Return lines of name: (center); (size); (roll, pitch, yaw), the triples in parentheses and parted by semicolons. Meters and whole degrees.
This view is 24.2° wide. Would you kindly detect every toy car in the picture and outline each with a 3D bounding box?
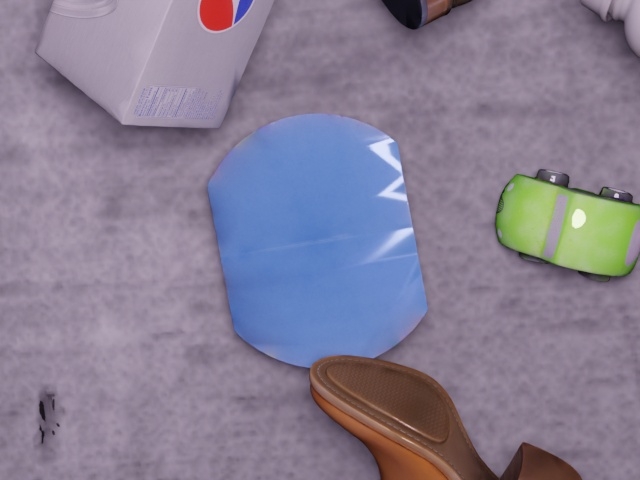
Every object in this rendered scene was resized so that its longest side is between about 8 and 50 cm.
toy car: (0.222, 0.010, 0.955); (0.225, 0.053, 0.239); (14, 98, 5)

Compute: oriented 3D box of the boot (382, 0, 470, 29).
boot: (0.053, -0.246, 0.950); (0.106, 0.082, 0.219); (-25, 82, -16)

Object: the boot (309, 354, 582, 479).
boot: (0.057, 0.174, 0.976); (0.197, 0.073, 0.152); (30, 122, 7)

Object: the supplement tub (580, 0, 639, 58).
supplement tub: (0.270, -0.144, 0.877); (0.199, 0.144, 0.144); (32, 100, 12)

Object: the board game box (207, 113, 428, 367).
board game box: (0.000, 0.000, 0.995); (0.133, 0.033, 0.169); (-10, 93, 15)

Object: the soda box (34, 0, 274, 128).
soda box: (-0.068, -0.213, 0.902); (0.098, 0.091, 0.286); (40, 116, 30)
